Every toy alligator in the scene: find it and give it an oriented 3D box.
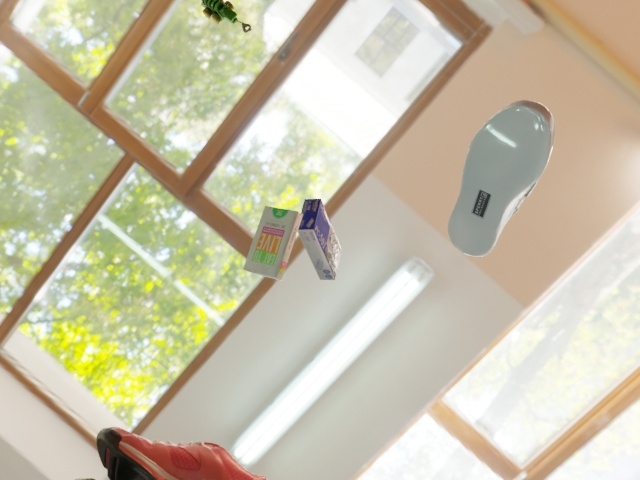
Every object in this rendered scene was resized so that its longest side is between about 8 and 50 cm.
[{"bbox_3d":[-0.238,-0.561,1.765,0.190,0.056,0.051,37,171,33],"label":"toy alligator"}]

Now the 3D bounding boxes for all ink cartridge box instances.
[{"bbox_3d":[0.000,0.000,1.773,0.207,0.046,0.097,66,-150,-49],"label":"ink cartridge box"}]

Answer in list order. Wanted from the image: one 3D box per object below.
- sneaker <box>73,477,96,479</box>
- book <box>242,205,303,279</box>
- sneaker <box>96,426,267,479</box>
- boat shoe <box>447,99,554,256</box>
[{"bbox_3d":[-0.388,0.412,1.145,0.071,0.188,0.066,7,-116,0],"label":"sneaker"},{"bbox_3d":[-0.096,0.005,1.503,0.096,0.144,0.035,11,170,41],"label":"book"},{"bbox_3d":[-0.230,0.393,1.230,0.314,0.116,0.136,29,-140,5],"label":"sneaker"},{"bbox_3d":[0.275,-0.100,1.076,0.108,0.301,0.102,29,-127,17],"label":"boat shoe"}]
